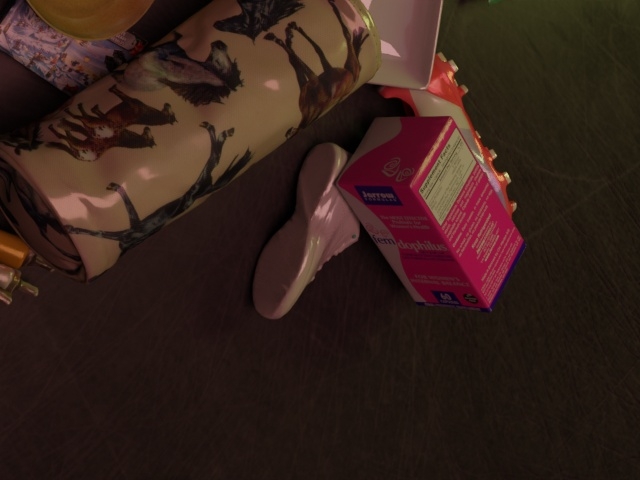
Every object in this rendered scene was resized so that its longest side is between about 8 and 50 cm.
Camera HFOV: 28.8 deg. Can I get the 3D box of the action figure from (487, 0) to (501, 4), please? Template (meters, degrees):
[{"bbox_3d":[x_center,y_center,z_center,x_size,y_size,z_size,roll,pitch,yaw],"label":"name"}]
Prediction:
[{"bbox_3d":[0.230,-0.404,1.437,0.137,0.063,0.232,-22,117,-19],"label":"action figure"}]

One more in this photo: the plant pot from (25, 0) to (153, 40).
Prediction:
[{"bbox_3d":[-0.225,-0.311,1.191,0.236,0.032,0.236,-27,123,-52],"label":"plant pot"}]

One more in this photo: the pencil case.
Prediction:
[{"bbox_3d":[-0.143,-0.131,1.241,0.410,0.160,0.183,-38,75,-19],"label":"pencil case"}]

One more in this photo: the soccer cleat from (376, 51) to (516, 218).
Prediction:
[{"bbox_3d":[0.153,-0.106,1.479,0.095,0.083,0.248,-28,116,-1],"label":"soccer cleat"}]

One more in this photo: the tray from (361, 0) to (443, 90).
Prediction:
[{"bbox_3d":[0.068,-0.309,1.377,0.145,0.030,0.271,7,102,-4],"label":"tray"}]

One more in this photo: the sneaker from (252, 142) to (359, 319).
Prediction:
[{"bbox_3d":[0.000,0.000,1.429,0.094,0.080,0.212,25,90,-43],"label":"sneaker"}]

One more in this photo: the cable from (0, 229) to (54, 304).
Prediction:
[{"bbox_3d":[-0.411,-0.006,1.233,0.287,0.072,0.139,40,101,-18],"label":"cable"}]

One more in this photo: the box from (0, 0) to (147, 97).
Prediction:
[{"bbox_3d":[-0.256,-0.203,1.258,0.137,0.027,0.094,35,88,-31],"label":"box"}]

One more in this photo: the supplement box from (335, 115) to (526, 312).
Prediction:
[{"bbox_3d":[0.130,-0.030,1.431,0.114,0.111,0.220,-57,130,-29],"label":"supplement box"}]
